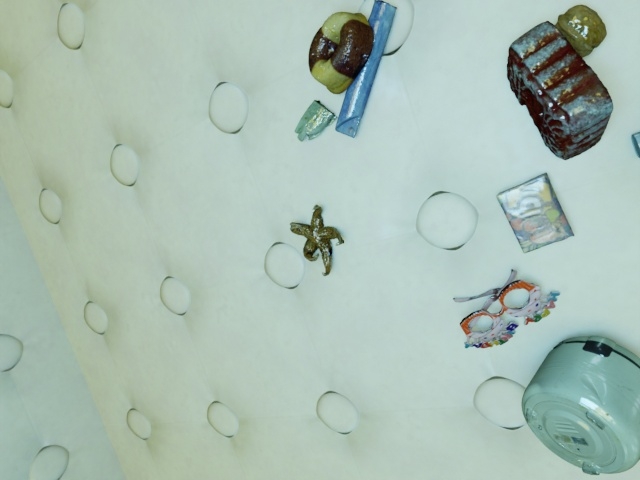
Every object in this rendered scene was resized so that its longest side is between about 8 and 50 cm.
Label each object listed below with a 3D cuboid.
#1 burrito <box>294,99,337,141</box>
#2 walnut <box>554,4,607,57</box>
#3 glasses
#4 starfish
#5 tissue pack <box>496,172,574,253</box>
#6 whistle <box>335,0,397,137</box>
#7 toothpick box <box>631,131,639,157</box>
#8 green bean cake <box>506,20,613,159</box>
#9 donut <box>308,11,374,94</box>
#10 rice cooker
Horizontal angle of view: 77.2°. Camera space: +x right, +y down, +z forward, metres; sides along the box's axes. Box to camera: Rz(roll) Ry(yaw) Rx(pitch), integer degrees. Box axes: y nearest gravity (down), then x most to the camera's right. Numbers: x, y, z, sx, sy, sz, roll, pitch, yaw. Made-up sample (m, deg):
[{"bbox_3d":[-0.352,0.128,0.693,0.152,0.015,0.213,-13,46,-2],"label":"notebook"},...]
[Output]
[{"bbox_3d":[-0.019,-0.310,1.065,0.074,0.044,0.118,47,114,4],"label":"burrito"},{"bbox_3d":[0.496,-0.403,0.775,0.096,0.082,0.079,47,145,6],"label":"walnut"},{"bbox_3d":[0.433,0.170,0.965,0.162,0.095,0.255,37,118,-18],"label":"glasses"},{"bbox_3d":[0.000,0.001,1.116,0.146,0.074,0.190,-25,91,30],"label":"starfish"},{"bbox_3d":[0.472,-0.060,0.883,0.108,0.060,0.148,-25,93,29],"label":"tissue pack"},{"bbox_3d":[0.105,-0.405,0.969,0.062,0.062,0.304,26,113,18],"label":"whistle"},{"bbox_3d":[0.653,-0.196,0.765,0.083,0.052,0.052,-18,95,29],"label":"toothpick box"},{"bbox_3d":[0.461,-0.290,0.792,0.097,0.198,0.233,-32,73,20],"label":"green bean cake"},{"bbox_3d":[0.039,-0.448,0.948,0.184,0.073,0.166,-30,67,46],"label":"donut"},{"bbox_3d":[0.567,0.334,0.838,0.226,0.244,0.226,28,133,34],"label":"rice cooker"}]
